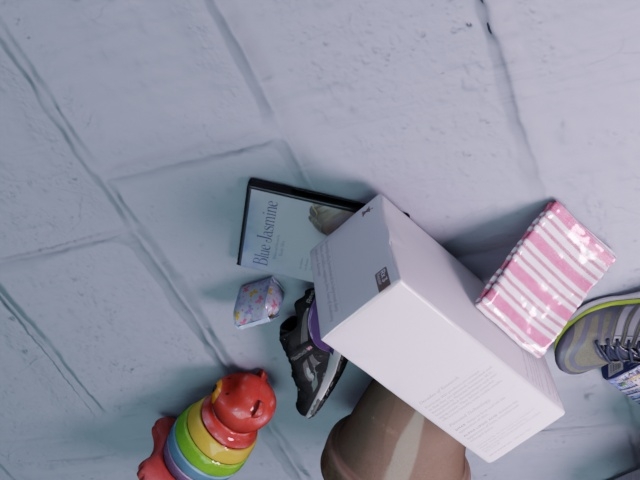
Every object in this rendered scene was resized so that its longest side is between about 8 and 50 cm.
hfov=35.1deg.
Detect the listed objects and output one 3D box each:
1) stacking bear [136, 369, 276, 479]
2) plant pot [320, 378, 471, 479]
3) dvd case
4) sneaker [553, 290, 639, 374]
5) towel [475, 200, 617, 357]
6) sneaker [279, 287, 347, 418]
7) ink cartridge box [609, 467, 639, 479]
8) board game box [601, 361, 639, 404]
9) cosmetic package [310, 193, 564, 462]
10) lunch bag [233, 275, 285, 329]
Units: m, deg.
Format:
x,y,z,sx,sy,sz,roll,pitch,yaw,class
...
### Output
x,y,z,sx,sy,sz,roll,pitch,yaw,class
-0.190,0.350,1.883,0.164,0.175,0.289,32,124,-14,stacking bear
0.148,0.322,1.730,0.263,0.263,0.229,14,117,0,plant pot
0.000,0.000,1.588,0.253,0.022,0.180,13,135,1,dvd case
0.487,0.146,1.540,0.300,0.121,0.111,-30,120,34,sneaker
0.330,0.059,1.479,0.144,0.029,0.197,38,87,-21,towel
-0.014,0.184,1.734,0.124,0.107,0.283,28,132,9,sneaker
0.662,0.489,1.880,0.223,0.045,0.224,37,130,-21,ink cartridge box
0.595,0.232,1.641,0.194,0.060,0.194,35,131,-18,board game box
0.172,0.135,1.508,0.385,0.217,0.156,38,114,-26,cosmetic package
-0.102,0.110,1.674,0.071,0.083,0.053,-20,125,28,lunch bag
